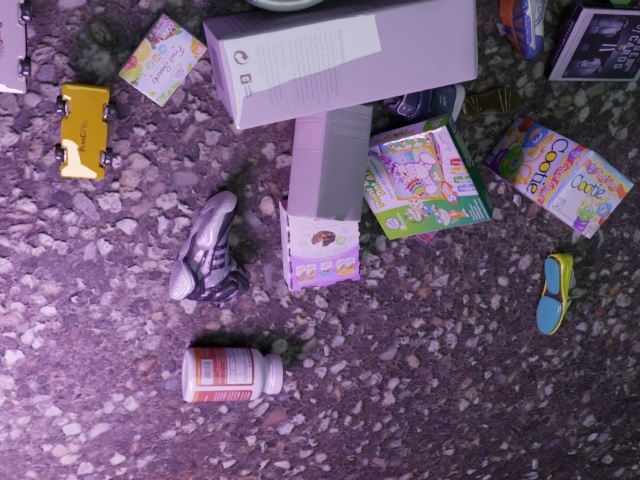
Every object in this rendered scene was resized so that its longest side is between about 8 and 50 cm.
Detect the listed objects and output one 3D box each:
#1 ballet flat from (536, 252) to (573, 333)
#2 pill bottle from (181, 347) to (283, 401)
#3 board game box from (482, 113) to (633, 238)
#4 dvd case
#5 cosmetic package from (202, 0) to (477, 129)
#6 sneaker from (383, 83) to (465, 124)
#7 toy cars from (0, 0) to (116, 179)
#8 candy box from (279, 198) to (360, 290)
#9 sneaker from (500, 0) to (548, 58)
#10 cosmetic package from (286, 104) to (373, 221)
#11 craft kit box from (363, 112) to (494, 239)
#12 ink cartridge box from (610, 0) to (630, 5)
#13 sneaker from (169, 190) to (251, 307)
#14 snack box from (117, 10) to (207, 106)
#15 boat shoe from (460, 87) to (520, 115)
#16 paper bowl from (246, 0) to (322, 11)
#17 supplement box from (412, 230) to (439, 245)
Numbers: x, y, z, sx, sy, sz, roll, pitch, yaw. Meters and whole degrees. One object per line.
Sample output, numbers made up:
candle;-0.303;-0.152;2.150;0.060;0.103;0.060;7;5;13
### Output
ballet flat;0.614;0.135;1.772;0.077;0.077;0.230;-16;118;-28
pill bottle;-0.201;0.305;1.568;0.216;0.121;0.121;4;113;-19
board game box;0.500;-0.144;1.482;0.144;0.275;0.142;29;103;-26
dvd case;0.626;-0.425;1.490;0.239;0.029;0.179;-3;139;-15
cosmetic package;0.032;-0.353;1.265;0.453;0.230;0.161;-14;119;-10
sneaker;0.199;-0.231;1.448;0.163;0.086;0.226;4;106;-28
toy cars;-0.482;-0.279;1.203;0.176;0.087;0.393;-31;128;5
candy box;0.000;0.000;1.513;0.165;0.070;0.196;-9;118;-13
sneaker;0.433;-0.517;1.376;0.131;0.112;0.296;-21;120;-7
cosmetic package;0.018;-0.158;1.367;0.127;0.107;0.237;6;96;-40
craft kit box;0.204;-0.126;1.448;0.247;0.061;0.250;-10;127;36
ink cartridge box;0.655;-0.596;1.434;0.109;0.062;0.209;36;101;-29
sneaker;-0.204;0.026;1.450;0.153;0.101;0.268;21;113;-26
snack box;-0.294;-0.336;1.279;0.100;0.037;0.141;35;101;-29
boat shoe;0.364;-0.301;1.503;0.153;0.048;0.056;-15;106;-17
paper bowl;-0.074;-0.549;1.182;0.284;0.148;0.284;-7;116;-14
supplement box;0.246;-0.038;1.581;0.043;0.055;0.083;34;101;-26
